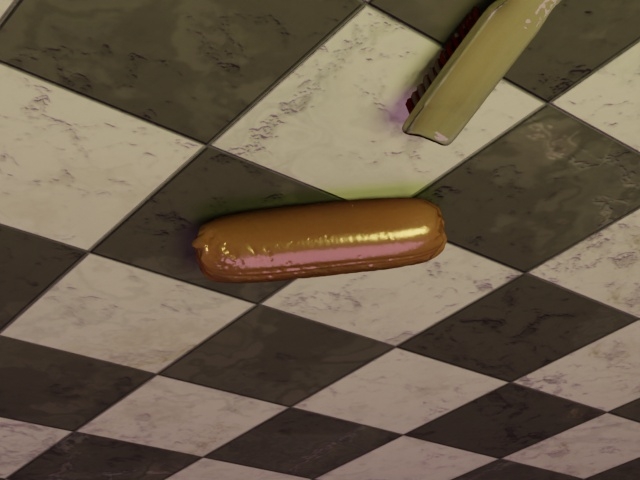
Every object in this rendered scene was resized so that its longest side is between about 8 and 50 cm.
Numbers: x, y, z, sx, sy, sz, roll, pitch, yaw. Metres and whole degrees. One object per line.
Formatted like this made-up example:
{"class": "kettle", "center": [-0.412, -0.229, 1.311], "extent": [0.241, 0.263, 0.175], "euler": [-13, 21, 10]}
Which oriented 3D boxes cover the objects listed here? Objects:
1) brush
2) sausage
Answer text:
{"class": "brush", "center": [0.172, -0.208, 0.933], "extent": [0.060, 0.050, 0.321], "euler": [14, 136, -24]}
{"class": "sausage", "center": [-0.001, 0.000, 1.197], "extent": [0.289, 0.086, 0.086], "euler": [-5, 148, 1]}
